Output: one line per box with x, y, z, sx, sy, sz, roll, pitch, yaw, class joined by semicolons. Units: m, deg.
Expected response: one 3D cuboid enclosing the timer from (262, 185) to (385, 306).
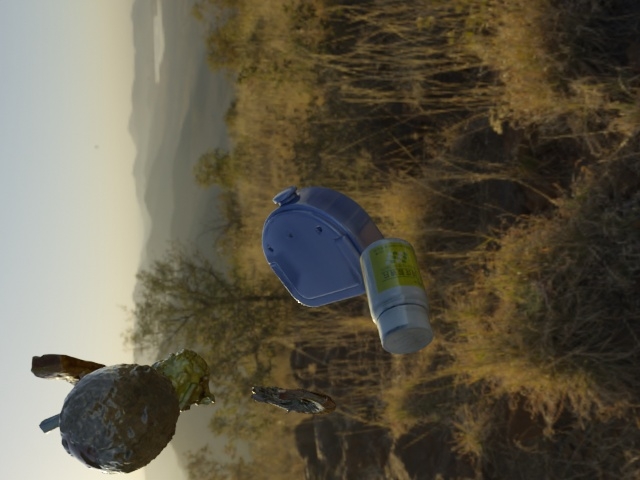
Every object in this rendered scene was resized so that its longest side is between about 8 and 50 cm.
0.000;0.000;1.771;0.394;0.173;0.395;22;135;23;timer

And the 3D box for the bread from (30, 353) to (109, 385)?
-0.746;0.402;1.812;0.271;0.139;0.077;56;-148;-63;bread

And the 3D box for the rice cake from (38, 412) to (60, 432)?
-0.660;0.461;1.577;0.033;0.207;0.033;60;-168;-20;rice cake

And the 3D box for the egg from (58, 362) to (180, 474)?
-0.481;0.425;1.430;0.310;0.279;0.280;15;-111;-69;egg

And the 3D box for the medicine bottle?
0.183;0.131;1.423;0.143;0.143;0.258;109;159;-49;medicine bottle

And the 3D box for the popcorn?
-0.456;0.476;1.975;0.217;0.181;0.235;59;-175;5;popcorn

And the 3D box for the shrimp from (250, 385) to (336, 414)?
-0.077;0.448;1.673;0.150;0.248;0.068;76;-159;-52;shrimp
